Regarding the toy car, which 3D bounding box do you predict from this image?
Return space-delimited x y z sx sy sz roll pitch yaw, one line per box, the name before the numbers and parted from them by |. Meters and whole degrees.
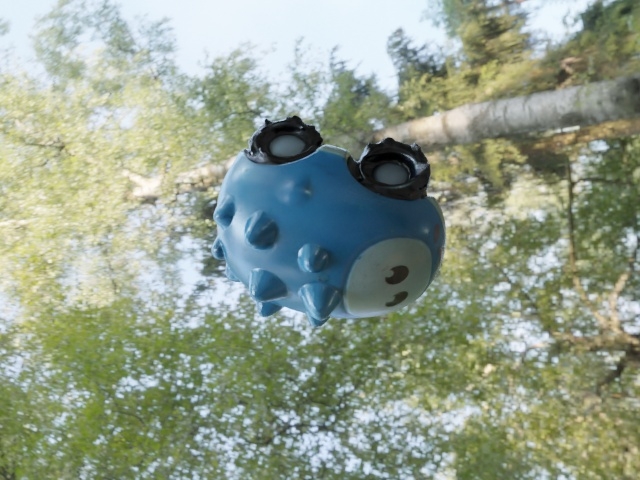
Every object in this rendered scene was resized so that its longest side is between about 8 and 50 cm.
toy car | 0.000 0.000 0.816 0.188 0.255 0.190 89 -158 -50
